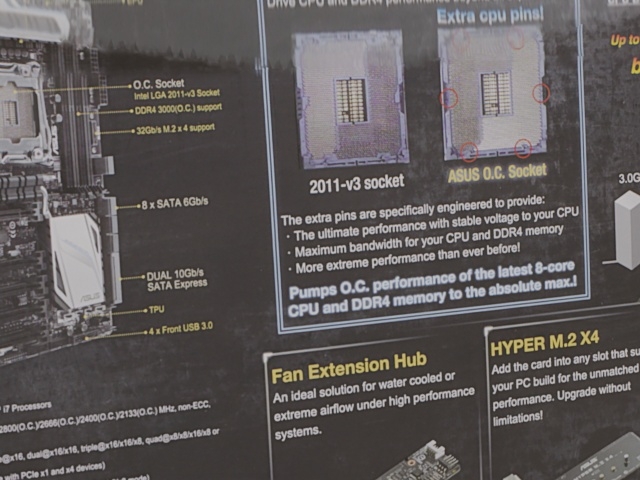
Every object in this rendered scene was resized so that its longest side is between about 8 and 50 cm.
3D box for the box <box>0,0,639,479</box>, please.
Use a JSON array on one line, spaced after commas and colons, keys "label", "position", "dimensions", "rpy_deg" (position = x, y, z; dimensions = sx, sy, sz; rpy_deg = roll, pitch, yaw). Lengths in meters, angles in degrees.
[{"label": "box", "position": [0.000, 0.000, 0.364], "dimensions": [0.307, 0.243, 0.076], "rpy_deg": [-6, 7, -18]}]
